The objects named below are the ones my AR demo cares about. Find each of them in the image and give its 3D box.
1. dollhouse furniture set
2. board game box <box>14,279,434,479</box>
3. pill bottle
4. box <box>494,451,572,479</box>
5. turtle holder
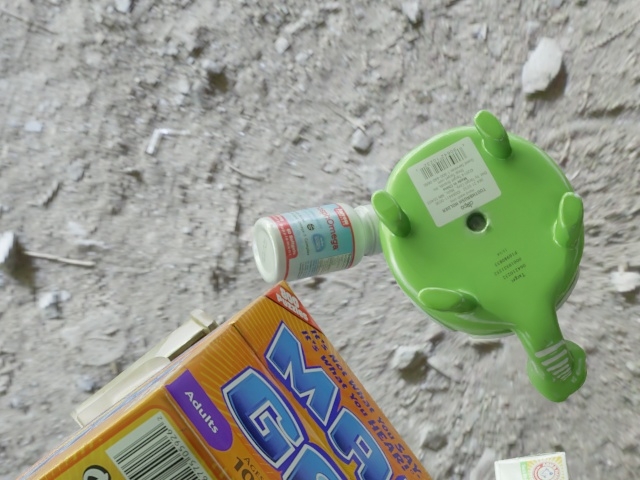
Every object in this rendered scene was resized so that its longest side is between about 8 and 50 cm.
[{"bbox_3d":[-0.154,0.297,1.637,0.256,0.394,0.362,-39,121,-16],"label":"dollhouse furniture set"},{"bbox_3d":[-0.112,0.317,1.137,0.356,0.356,0.356,-36,92,19],"label":"board game box"},{"bbox_3d":[0.000,0.000,1.444,0.160,0.087,0.087,-12,86,-24],"label":"pill bottle"},{"bbox_3d":[0.309,0.412,1.579,0.103,0.114,0.203,-11,43,13],"label":"box"},{"bbox_3d":[0.226,0.016,1.392,0.320,0.227,0.243,32,83,19],"label":"turtle holder"}]
